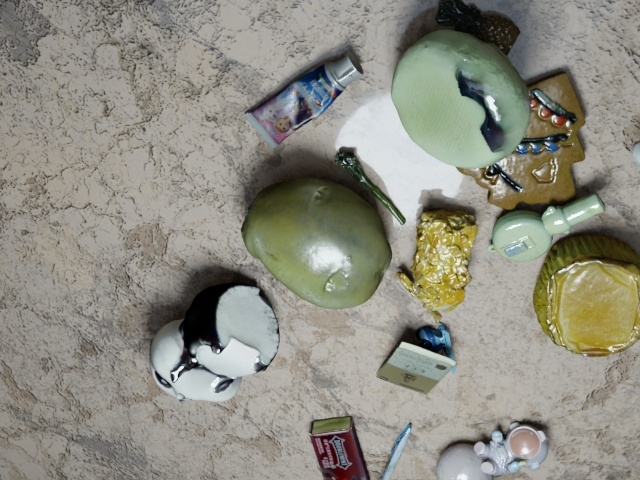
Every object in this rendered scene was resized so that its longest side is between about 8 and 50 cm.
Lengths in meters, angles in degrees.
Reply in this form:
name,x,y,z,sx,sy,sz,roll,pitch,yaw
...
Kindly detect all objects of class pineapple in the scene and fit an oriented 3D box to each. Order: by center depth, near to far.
name,x,y,z,sx,sy,sz,roll,pitch,yaw
pineapple,0.296,-0.408,1.341,0.159,0.074,0.074,27,117,3

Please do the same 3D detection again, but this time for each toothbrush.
name,x,y,z,sx,sy,sz,roll,pitch,yaw
toothbrush,0.158,0.653,1.864,0.042,0.035,0.413,22,106,5

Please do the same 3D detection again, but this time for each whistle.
name,x,y,z,sx,sy,sz,roll,pitch,yaw
whistle,0.468,-0.026,1.485,0.258,0.067,0.126,-28,124,28

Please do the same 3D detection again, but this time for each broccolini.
name,x,y,z,sx,sy,sz,roll,pitch,yaw
broccolini,0.109,-0.110,1.532,0.042,0.044,0.218,-40,111,7

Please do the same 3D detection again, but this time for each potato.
name,x,y,z,sx,sy,sz,roll,pitch,yaw
potato,0.000,0.000,1.491,0.326,0.221,0.243,39,124,-8

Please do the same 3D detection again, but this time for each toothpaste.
name,x,y,z,sx,sy,sz,roll,pitch,yaw
toothpaste,-0.032,-0.290,1.452,0.266,0.061,0.096,-31,110,27

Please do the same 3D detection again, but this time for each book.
name,x,y,z,sx,sy,sz,roll,pitch,yaw
book,0.224,0.306,1.678,0.139,0.016,0.198,20,146,-2

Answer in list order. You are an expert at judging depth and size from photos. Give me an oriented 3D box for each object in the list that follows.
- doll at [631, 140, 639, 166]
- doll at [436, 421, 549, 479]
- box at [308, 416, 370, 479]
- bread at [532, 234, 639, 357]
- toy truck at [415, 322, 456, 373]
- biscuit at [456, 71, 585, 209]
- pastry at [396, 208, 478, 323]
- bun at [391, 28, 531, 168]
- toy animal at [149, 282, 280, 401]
name,x,y,z,sx,sy,sz,roll,pitch,yaw
doll,0.754,-0.133,1.394,0.252,0.111,0.237,-17,128,14
doll,0.436,0.546,1.759,0.287,0.151,0.151,-28,110,12
box,0.052,0.571,1.854,0.120,0.069,0.224,-9,113,12
bread,0.584,0.119,1.522,0.228,0.142,0.253,3,119,4
toy truck,0.275,0.266,1.682,0.074,0.063,0.136,-16,119,-2
biscuit,0.422,-0.200,1.437,0.278,0.043,0.301,16,117,-1
pastry,0.256,0.053,1.549,0.154,0.102,0.249,3,114,-7
bun,0.278,-0.278,1.331,0.283,0.179,0.283,34,154,20
toy animal,-0.260,0.254,1.659,0.310,0.251,0.251,-32,108,32
